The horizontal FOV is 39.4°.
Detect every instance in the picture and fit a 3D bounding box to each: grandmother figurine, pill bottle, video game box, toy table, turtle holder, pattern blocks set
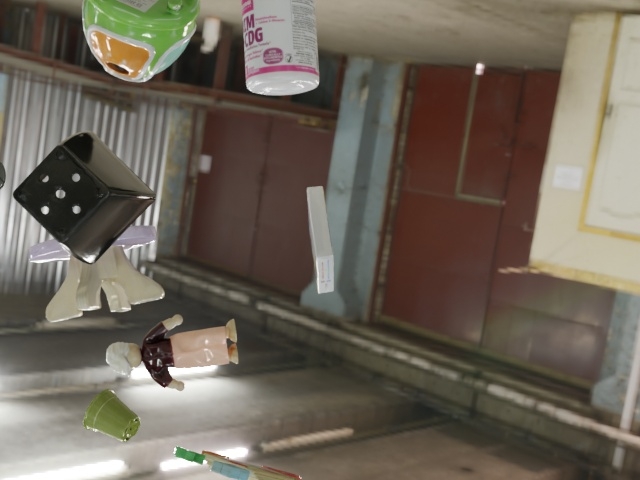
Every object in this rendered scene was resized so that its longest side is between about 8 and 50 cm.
[{"bbox_3d":[-0.394,0.300,2.376,0.342,0.207,0.104,-4,179,-10],"label":"grandmother figurine"},{"bbox_3d":[-0.090,-0.471,1.950,0.160,0.283,0.160,-4,177,0],"label":"pill bottle"},{"bbox_3d":[0.000,0.000,2.237,0.048,0.205,0.187,-5,150,-5],"label":"video game box"},{"bbox_3d":[-0.471,0.071,1.897,0.274,0.160,0.252,-13,173,17],"label":"toy table"},{"bbox_3d":[-0.391,-0.491,1.926,0.243,0.227,0.320,4,-138,-21],"label":"turtle holder"},{"bbox_3d":[-0.100,0.414,1.565,0.325,0.026,0.285,26,165,-36],"label":"pattern blocks set"}]

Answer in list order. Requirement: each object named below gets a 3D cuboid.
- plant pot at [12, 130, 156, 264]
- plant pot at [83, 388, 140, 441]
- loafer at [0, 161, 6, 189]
[{"bbox_3d":[-0.444,-0.082,1.622,0.188,0.187,0.167,45,-178,3],"label":"plant pot"},{"bbox_3d":[-0.370,0.323,1.616,0.079,0.083,0.083,25,-168,20],"label":"plant pot"},{"bbox_3d":[-0.710,-0.120,1.669,0.084,0.096,0.267,3,-178,24],"label":"loafer"}]
